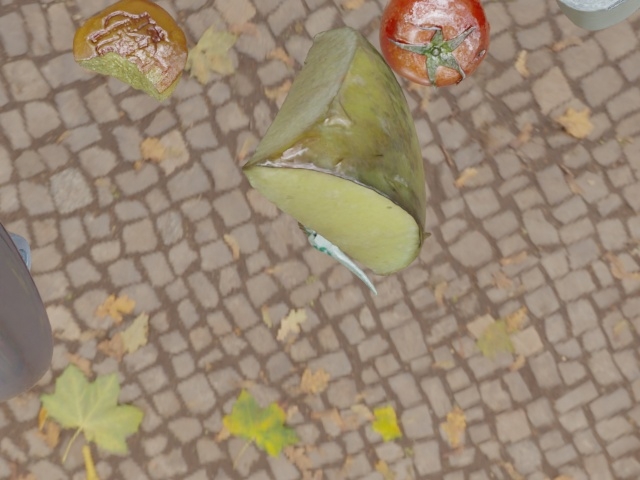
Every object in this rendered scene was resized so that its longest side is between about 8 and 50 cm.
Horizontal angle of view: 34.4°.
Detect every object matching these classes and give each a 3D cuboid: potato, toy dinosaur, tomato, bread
[{"bbox_3d":[0.037,-0.131,1.103,0.112,0.255,0.269,-15,149,27],"label":"potato"},{"bbox_3d":[0.003,-0.002,1.405,0.044,0.106,0.187,-51,126,-10],"label":"toy dinosaur"},{"bbox_3d":[0.160,-0.310,1.483,0.167,0.167,0.167,-1,107,-3],"label":"tomato"},{"bbox_3d":[-0.263,-0.275,1.462,0.156,0.086,0.125,20,73,-5],"label":"bread"}]

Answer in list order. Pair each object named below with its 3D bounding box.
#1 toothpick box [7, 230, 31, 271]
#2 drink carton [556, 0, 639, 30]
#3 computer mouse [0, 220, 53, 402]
[{"bbox_3d":[-0.386,0.019,1.046,0.153,0.101,0.101,18,106,13],"label":"toothpick box"},{"bbox_3d":[0.409,-0.404,1.522,0.185,0.189,0.191,-31,76,5],"label":"drink carton"},{"bbox_3d":[-0.187,0.001,0.405,0.120,0.057,0.232,0,147,11],"label":"computer mouse"}]
